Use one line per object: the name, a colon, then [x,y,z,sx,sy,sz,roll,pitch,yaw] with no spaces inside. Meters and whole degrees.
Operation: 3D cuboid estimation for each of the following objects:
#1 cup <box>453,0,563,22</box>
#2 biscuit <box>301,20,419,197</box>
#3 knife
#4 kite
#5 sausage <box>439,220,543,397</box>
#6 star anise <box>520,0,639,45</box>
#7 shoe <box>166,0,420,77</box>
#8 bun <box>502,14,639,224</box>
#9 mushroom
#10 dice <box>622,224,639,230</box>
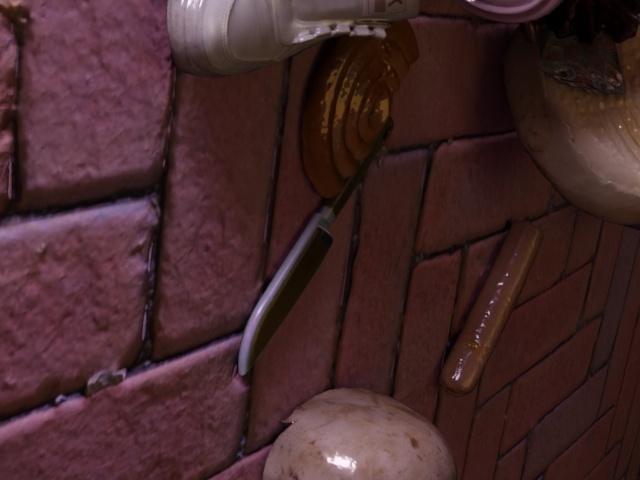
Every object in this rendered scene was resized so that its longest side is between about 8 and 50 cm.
cup: [0.270,-0.376,1.102,0.273,0.288,0.208,-50,179,-27]
biscuit: [0.042,-0.166,1.075,0.224,0.033,0.144,-59,148,-21]
knife: [0.000,0.001,1.103,0.343,0.027,0.061,-57,151,-23]
kite: [0.359,-0.297,1.340,0.127,0.016,0.229,19,70,-17]
sausage: [0.265,0.106,1.556,0.301,0.066,0.066,-60,148,-16]
star anise: [0.316,-0.319,1.276,0.214,0.220,0.099,-43,152,-25]
shoe: [0.014,-0.224,0.879,0.316,0.159,0.124,-48,143,-40]
bun: [0.408,-0.189,1.439,0.364,0.364,0.202,-53,-175,-29]
mushroom: [0.063,0.298,1.209,0.254,0.189,0.195,0,105,-50]
dice: [0.640,-0.155,1.818,0.271,0.270,0.270,-10,114,-57]
